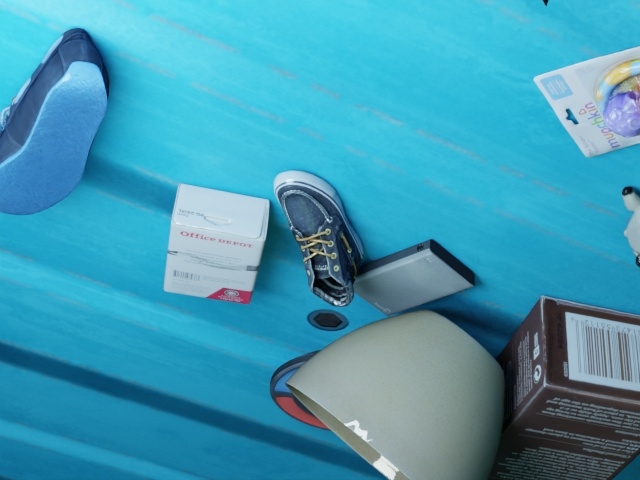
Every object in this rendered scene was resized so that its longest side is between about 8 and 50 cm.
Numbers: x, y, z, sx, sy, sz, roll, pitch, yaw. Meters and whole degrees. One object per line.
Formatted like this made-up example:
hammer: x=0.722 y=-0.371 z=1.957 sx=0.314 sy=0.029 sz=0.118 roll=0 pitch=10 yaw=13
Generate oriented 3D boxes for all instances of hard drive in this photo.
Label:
hard drive: x=0.108 y=0.047 z=1.492 sx=0.135 sy=0.022 sz=0.094 roll=-22 pitch=137 yaw=35

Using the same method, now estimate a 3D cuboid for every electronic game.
electronic game: x=0.041 y=0.220 z=1.732 sx=0.229 sy=0.048 sz=0.229 roll=4 pitch=146 yaw=3

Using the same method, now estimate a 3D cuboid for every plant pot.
plant pot: x=0.123 y=0.201 z=1.532 sx=0.284 sy=0.191 sz=0.284 roll=40 pitch=170 yaw=9

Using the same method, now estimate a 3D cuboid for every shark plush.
shark plush: x=0.382 y=-0.006 z=1.347 sx=0.067 sy=0.073 sz=0.161 roll=-24 pitch=140 yaw=-9

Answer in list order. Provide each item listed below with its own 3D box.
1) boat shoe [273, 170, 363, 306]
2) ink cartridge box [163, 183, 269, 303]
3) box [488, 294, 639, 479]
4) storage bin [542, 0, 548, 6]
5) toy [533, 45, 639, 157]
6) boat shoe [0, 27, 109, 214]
boat shoe: x=0.000 y=0.000 z=1.387 sx=0.065 sy=0.083 sz=0.183 roll=-11 pitch=142 yaw=24
ink cartridge box: x=-0.125 y=0.006 z=1.434 sx=0.109 sy=0.063 sz=0.150 roll=10 pitch=145 yaw=-5
box: x=0.321 y=0.237 z=1.634 sx=0.191 sy=0.143 sz=0.381 roll=11 pitch=144 yaw=-8
storage bin: x=0.195 y=-0.266 z=0.970 sx=0.091 sy=0.098 sz=0.135 roll=-22 pitch=137 yaw=20
toy: x=0.342 y=-0.133 z=1.163 sx=0.237 sy=0.056 sz=0.137 roll=-16 pitch=137 yaw=29
boat shoe: x=-0.278 y=-0.119 z=1.266 sx=0.109 sy=0.089 sz=0.258 roll=14 pitch=142 yaw=-34
